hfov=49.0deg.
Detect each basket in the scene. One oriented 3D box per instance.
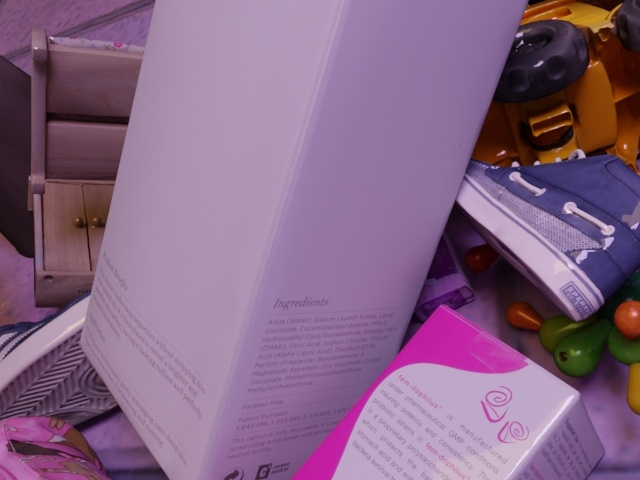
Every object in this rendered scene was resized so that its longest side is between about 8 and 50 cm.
[{"bbox_3d":[-0.366,-0.115,0.836,0.204,0.227,0.154,-36,47,2],"label":"basket"}]

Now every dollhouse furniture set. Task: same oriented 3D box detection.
[{"bbox_3d":[-0.230,-0.122,0.667,0.304,0.355,0.173,1,38,-24],"label":"dollhouse furniture set"}]

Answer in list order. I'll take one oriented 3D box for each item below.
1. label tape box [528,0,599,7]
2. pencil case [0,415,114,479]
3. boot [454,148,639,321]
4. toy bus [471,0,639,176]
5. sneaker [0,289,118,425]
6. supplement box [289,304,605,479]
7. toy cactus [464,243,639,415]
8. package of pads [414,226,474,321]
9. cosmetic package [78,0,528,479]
[{"bbox_3d":[0.294,-0.260,0.531,0.334,0.241,0.105,10,95,37],"label":"label tape box"},{"bbox_3d":[-0.155,0.211,0.431,0.386,0.160,0.167,-9,65,57],"label":"pencil case"},{"bbox_3d":[0.148,-0.027,0.467,0.086,0.069,0.190,-41,34,6],"label":"boot"},{"bbox_3d":[0.220,-0.142,0.585,0.221,0.149,0.211,-18,34,16],"label":"toy bus"},{"bbox_3d":[-0.287,0.117,0.678,0.350,0.131,0.148,-37,50,5],"label":"sneaker"},{"bbox_3d":[0.064,0.170,0.451,0.220,0.114,0.111,-48,46,-7],"label":"supplement box"},{"bbox_3d":[0.223,0.022,0.486,0.181,0.112,0.219,-37,37,-12],"label":"toy cactus"},{"bbox_3d":[0.094,0.023,0.596,0.050,0.032,0.083,-26,48,13],"label":"package of pads"},{"bbox_3d":[-0.033,-0.039,0.503,0.217,0.156,0.384,38,115,43],"label":"cosmetic package"}]
